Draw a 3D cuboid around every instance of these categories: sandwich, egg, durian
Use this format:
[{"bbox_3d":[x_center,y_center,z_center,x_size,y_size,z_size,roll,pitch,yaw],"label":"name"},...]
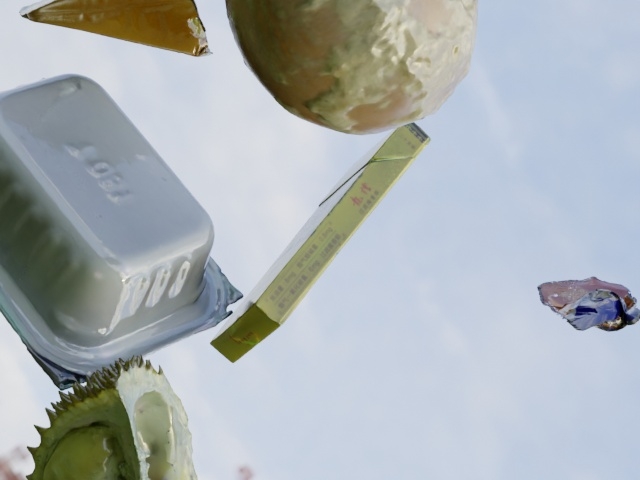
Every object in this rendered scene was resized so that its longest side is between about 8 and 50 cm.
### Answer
[{"bbox_3d":[-0.204,-0.208,1.848,0.079,0.163,0.113,-143,-150,-73],"label":"sandwich"},{"bbox_3d":[0.022,-0.191,1.486,0.203,0.203,0.245,26,-15,45],"label":"egg"},{"bbox_3d":[-0.172,0.250,1.731,0.166,0.172,0.306,9,-78,58],"label":"durian"}]

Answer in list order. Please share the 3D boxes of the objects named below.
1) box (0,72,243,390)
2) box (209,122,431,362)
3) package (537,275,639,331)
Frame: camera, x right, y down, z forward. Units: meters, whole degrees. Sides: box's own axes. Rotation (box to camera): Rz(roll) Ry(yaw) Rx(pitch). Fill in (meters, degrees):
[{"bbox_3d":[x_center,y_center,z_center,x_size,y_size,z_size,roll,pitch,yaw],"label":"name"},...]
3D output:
[{"bbox_3d":[-0.239,-0.043,1.824,0.336,0.264,0.106,49,-47,16],"label":"box"},{"bbox_3d":[-0.001,0.001,1.916,0.041,0.279,0.153,40,-27,-4],"label":"box"},{"bbox_3d":[0.223,0.053,1.496,0.110,0.077,0.033,-116,-171,-76],"label":"package"}]
